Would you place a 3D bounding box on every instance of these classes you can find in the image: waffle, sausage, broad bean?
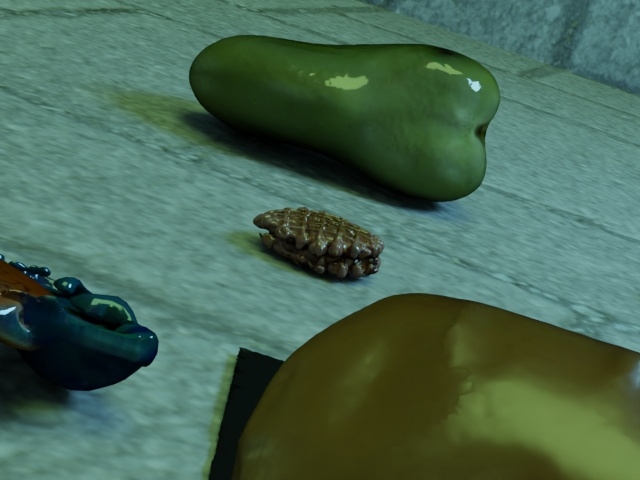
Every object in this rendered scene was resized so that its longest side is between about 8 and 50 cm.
[{"bbox_3d":[0.000,0.000,0.989,0.083,0.029,0.075,24,15,35],"label":"waffle"},{"bbox_3d":[0.088,0.103,0.494,0.241,0.120,0.136,17,57,7],"label":"sausage"},{"bbox_3d":[0.022,-0.118,1.290,0.263,0.121,0.189,19,10,16],"label":"broad bean"}]

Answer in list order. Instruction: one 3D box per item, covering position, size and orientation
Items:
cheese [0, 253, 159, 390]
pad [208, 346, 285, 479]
[{"bbox_3d":[-0.209,-0.011,0.577,0.329,0.129,0.217,22,5,-39],"label":"cheese"},{"bbox_3d":[0.131,0.136,0.662,0.368,0.007,0.247,17,13,-2],"label":"pad"}]
